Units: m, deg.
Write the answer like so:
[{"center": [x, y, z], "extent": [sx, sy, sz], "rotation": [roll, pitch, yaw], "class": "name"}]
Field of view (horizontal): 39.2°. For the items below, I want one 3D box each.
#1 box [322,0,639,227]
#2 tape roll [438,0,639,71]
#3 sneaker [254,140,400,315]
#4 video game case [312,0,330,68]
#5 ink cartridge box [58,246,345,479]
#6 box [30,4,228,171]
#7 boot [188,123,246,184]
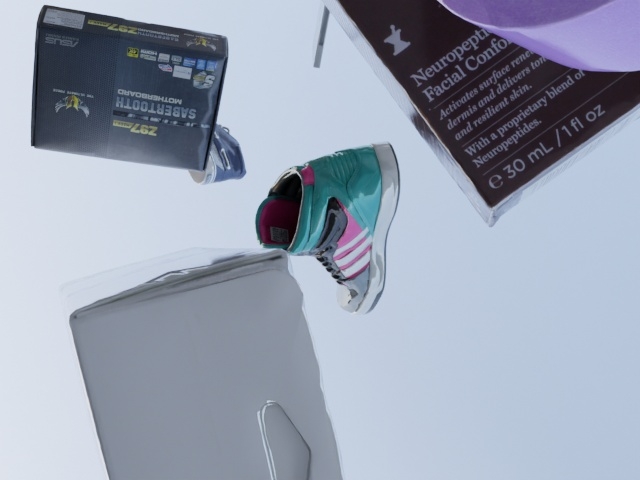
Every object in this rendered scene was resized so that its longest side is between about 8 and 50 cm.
[{"center": [0.114, -0.223, 0.786], "extent": [0.191, 0.143, 0.381], "rotation": [-36, -99, 4], "class": "box"}, {"center": [0.171, -0.240, 0.507], "extent": [0.274, 0.090, 0.275], "rotation": [-19, -116, 48], "class": "tape roll"}, {"center": [0.000, 0.000, 1.218], "extent": [0.178, 0.296, 0.124], "rotation": [-6, -137, -13], "class": "sneaker"}, {"center": [0.005, -0.301, 1.193], "extent": [0.011, 0.122, 0.087], "rotation": [8, -149, -7], "class": "video game case"}, {"center": [-0.083, 0.114, 0.564], "extent": [0.117, 0.278, 0.202], "rotation": [-15, -86, -17], "class": "ink cartridge box"}, {"center": [-0.246, -0.188, 1.149], "extent": [0.232, 0.183, 0.059], "rotation": [8, -139, -13], "class": "box"}, {"center": [-0.189, -0.176, 1.460], "extent": [0.069, 0.086, 0.190], "rotation": [-35, -110, 45], "class": "boot"}]
